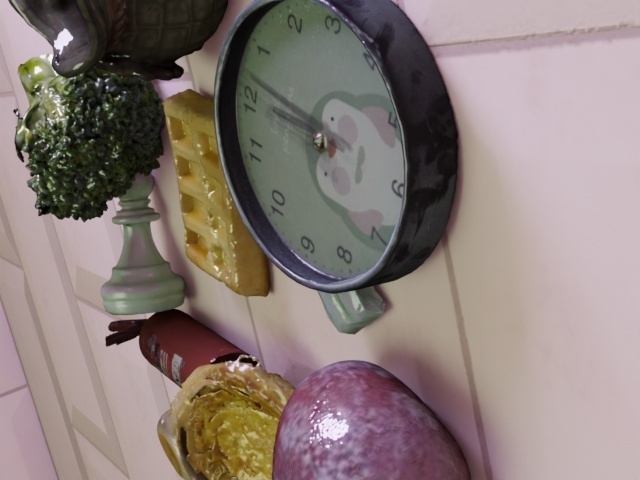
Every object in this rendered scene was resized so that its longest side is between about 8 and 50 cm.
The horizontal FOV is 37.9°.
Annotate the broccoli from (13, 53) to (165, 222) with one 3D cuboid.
[{"bbox_3d":[-0.357,-0.181,1.406,0.288,0.248,0.245,-40,57,14],"label":"broccoli"}]

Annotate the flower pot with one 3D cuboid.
[{"bbox_3d":[-0.250,-0.332,1.120,0.302,0.213,0.302,37,138,44],"label":"flower pot"}]

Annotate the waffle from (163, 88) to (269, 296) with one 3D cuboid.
[{"bbox_3d":[-0.139,-0.060,1.266,0.168,0.057,0.274,33,135,47],"label":"waffle"}]

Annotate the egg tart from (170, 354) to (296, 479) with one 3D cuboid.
[{"bbox_3d":[-0.083,0.268,1.307,0.290,0.107,0.291,13,119,26],"label":"egg tart"}]

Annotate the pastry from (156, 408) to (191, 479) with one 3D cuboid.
[{"bbox_3d":[-0.231,0.370,1.682,0.156,0.092,0.156,50,154,36],"label":"pastry"}]

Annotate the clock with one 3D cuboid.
[{"bbox_3d":[0.001,-0.101,0.944,0.319,0.066,0.319,26,124,45],"label":"clock"}]

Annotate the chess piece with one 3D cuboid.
[{"bbox_3d":[-0.303,-0.019,1.535,0.139,0.139,0.272,6,103,59],"label":"chess piece"}]

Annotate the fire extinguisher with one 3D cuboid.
[{"bbox_3d":[-0.240,0.181,1.509,0.337,0.147,0.107,20,112,54],"label":"fire extinguisher"}]

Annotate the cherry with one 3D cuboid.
[{"bbox_3d":[0.050,0.263,0.989,0.285,0.212,0.236,65,144,28],"label":"cherry"}]

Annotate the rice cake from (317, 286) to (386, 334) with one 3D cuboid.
[{"bbox_3d":[0.000,0.000,1.080,0.226,0.040,0.085,63,151,13],"label":"rice cake"}]
